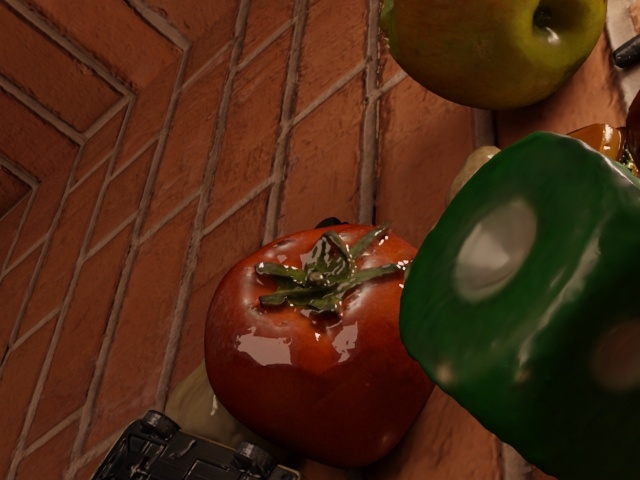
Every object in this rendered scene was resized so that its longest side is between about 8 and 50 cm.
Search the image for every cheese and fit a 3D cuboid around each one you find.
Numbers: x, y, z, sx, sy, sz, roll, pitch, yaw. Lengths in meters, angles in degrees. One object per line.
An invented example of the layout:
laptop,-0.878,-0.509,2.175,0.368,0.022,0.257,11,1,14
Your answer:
cheese,-0.133,0.267,1.791,0.251,0.173,0.248,-42,21,23

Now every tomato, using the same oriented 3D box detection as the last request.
tomato,0.015,0.140,1.607,0.341,0.273,0.341,-9,43,8

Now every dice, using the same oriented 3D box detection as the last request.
dice,0.278,0.083,1.212,0.287,0.300,0.297,-53,26,3

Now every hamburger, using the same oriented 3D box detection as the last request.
hamburger,0.344,-0.075,1.557,0.166,0.087,0.137,-18,41,51

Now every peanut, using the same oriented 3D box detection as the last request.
peanut,0.216,-0.039,1.727,0.228,0.085,0.104,-61,17,-17

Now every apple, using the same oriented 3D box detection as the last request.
apple,0.262,-0.361,1.798,0.339,0.339,0.340,-39,28,25

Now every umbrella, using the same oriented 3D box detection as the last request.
umbrella,0.478,-0.290,1.690,0.133,0.031,0.036,-34,56,32

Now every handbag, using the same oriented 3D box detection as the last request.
handbag,0.000,0.000,2.074,0.111,0.047,0.072,-38,34,27

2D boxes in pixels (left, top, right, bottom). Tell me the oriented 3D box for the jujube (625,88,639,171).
jujube,0.471,-0.166,1.374,0.190,0.190,0.255,-8,42,56

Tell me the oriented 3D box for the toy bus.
toy bus,-0.152,0.371,1.587,0.365,0.202,0.177,9,57,46
